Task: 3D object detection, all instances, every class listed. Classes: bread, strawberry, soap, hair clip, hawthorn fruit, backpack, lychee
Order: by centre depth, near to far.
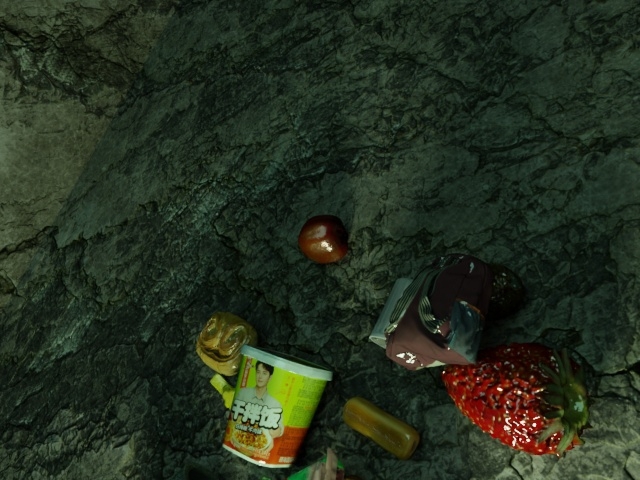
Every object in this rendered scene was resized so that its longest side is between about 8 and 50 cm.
[{"bbox_3d":[0.479,0.393,1.503,0.343,0.292,0.292,-16,55,54],"label":"strawberry"},{"bbox_3d":[0.316,0.168,1.563,0.283,0.197,0.317,-21,40,55],"label":"backpack"},{"bbox_3d":[-0.030,0.712,1.658,0.273,0.098,0.217,-48,25,48],"label":"soap"},{"bbox_3d":[0.474,0.144,1.674,0.171,0.171,0.171,-15,59,26],"label":"lychee"},{"bbox_3d":[0.171,0.526,1.718,0.239,0.074,0.092,23,96,40],"label":"bread"},{"bbox_3d":[-0.307,0.516,2.048,0.072,0.046,0.173,-52,52,5],"label":"hair clip"},{"bbox_3d":[0.000,0.000,2.048,0.188,0.169,0.169,-21,57,21],"label":"hawthorn fruit"},{"bbox_3d":[-0.317,0.357,2.088,0.236,0.120,0.198,21,78,39],"label":"bread"}]

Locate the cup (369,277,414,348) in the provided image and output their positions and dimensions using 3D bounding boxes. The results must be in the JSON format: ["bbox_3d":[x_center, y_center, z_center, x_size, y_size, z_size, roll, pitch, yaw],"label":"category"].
[{"bbox_3d":[0.279,0.238,1.769,0.202,0.221,0.167,-66,11,-16],"label":"cup"}]

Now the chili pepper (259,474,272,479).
[{"bbox_3d":[-0.191,0.822,1.781,0.084,0.099,0.253,8,71,45],"label":"chili pepper"}]

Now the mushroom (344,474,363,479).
[{"bbox_3d":[0.085,0.713,1.668,0.127,0.087,0.127,-15,62,30],"label":"mushroom"}]

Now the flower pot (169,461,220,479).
[{"bbox_3d":[-0.435,0.835,1.816,0.283,0.299,0.299,-44,51,1],"label":"flower pot"}]

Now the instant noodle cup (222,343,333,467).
[{"bbox_3d":[-0.141,0.500,1.829,0.294,0.294,0.307,12,81,36],"label":"instant noodle cup"}]
